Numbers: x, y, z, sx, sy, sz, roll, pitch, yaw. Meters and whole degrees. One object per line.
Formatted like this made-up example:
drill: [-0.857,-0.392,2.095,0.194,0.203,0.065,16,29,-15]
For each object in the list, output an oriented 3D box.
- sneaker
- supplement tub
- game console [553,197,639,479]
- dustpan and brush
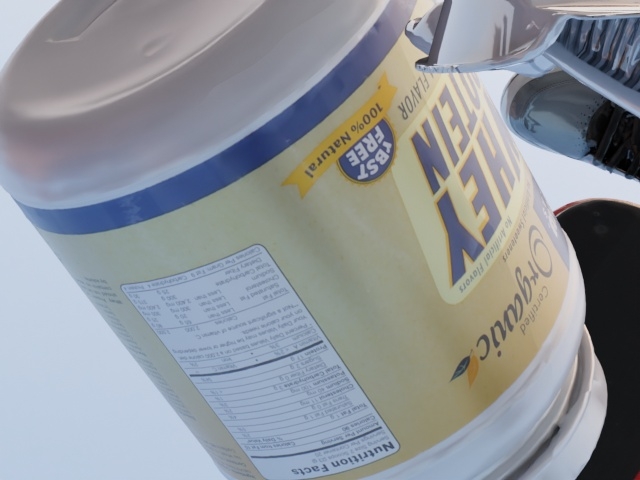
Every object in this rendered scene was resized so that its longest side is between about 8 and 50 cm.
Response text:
sneaker: [0.314,-0.073,1.383,0.295,0.124,0.178,7,-150,-10]
supplement tub: [0.000,0.000,0.807,0.228,0.316,0.228,-24,-149,16]
game console: [0.235,0.151,1.077,0.342,0.060,0.386,29,-126,19]
dustpan and brush: [0.074,-0.059,0.435,0.147,0.060,0.211,-3,-158,-22]
